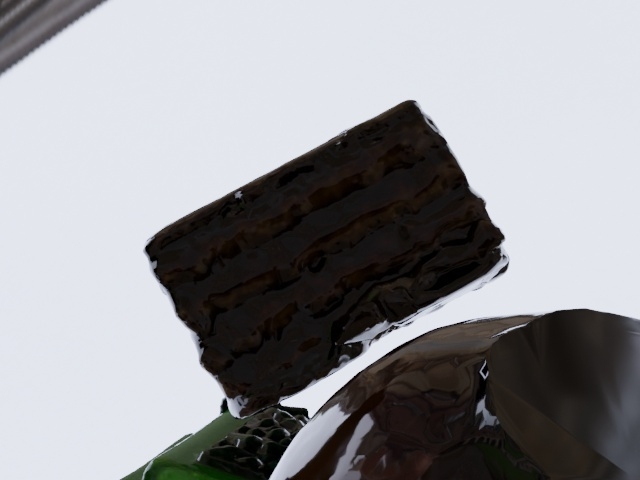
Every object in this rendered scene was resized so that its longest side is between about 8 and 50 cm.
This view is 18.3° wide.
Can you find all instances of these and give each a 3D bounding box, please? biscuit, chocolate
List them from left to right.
[{"bbox_3d":[0.000,0.000,0.817,0.107,0.388,0.073,-29,-87,0],"label":"biscuit"},{"bbox_3d":[0.042,0.085,0.365,0.127,0.124,0.133,29,-66,10],"label":"chocolate"}]

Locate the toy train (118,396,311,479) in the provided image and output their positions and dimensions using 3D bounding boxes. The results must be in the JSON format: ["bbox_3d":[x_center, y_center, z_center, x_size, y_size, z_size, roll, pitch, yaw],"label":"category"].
[{"bbox_3d":[-0.004,0.187,0.955,0.243,0.132,0.188,15,-74,19],"label":"toy train"}]
